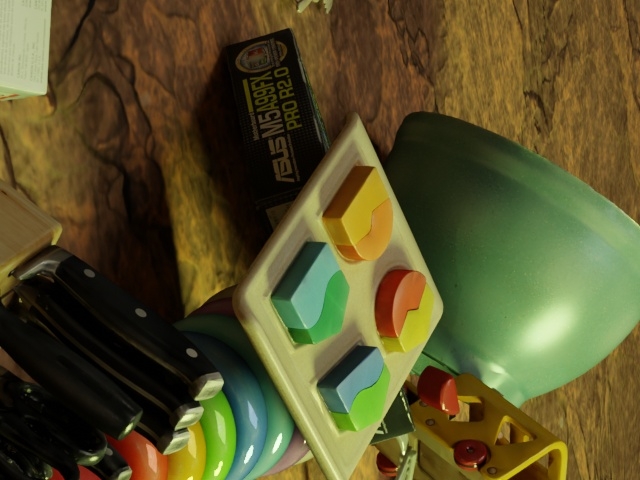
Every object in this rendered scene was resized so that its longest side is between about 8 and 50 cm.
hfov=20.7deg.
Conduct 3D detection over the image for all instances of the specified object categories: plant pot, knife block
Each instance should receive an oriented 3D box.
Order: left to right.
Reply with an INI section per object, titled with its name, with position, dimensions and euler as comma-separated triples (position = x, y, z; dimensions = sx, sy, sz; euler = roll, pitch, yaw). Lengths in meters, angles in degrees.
[knife block]
position = -0.180, 0.004, 0.795
dimensions = 0.088, 0.242, 0.275
euler = -43, 123, -63
[plant pot]
position = 0.151, 0.042, 1.638
dimensions = 0.196, 0.293, 0.293
euler = -57, 149, -9

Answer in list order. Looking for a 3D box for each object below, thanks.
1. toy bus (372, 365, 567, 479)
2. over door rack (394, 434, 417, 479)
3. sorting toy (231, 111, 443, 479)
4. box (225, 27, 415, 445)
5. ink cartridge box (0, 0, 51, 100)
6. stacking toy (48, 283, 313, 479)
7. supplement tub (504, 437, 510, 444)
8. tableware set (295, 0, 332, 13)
[toy bus]
position = 0.120, 0.169, 1.513
dimensions = 0.104, 0.191, 0.202
euler = -28, 91, -29
[over door rack]
position = 0.011, 0.339, 1.467
dimensions = 0.239, 0.108, 0.324
euler = -62, 152, -51
[sorting toy]
position = 0.024, 0.044, 1.222
dimensions = 0.208, 0.038, 0.193
euler = -61, 138, -38
[box]
position = 0.000, 0.000, 1.398
dimensions = 0.216, 0.060, 0.270
euler = -104, 176, -51
[ink cartridge box]
position = -0.229, -0.164, 1.002
dimensions = 0.179, 0.045, 0.145
euler = 9, 81, -49
[stacking toy]
position = -0.107, 0.124, 1.159
dimensions = 0.330, 0.141, 0.141
euler = -21, 108, -62
[supplement tub]
position = 0.130, 0.276, 1.748
dimensions = 0.198, 0.106, 0.106
euler = -57, 140, -54
[tableware set]
position = -0.011, -0.279, 1.544
dimensions = 0.141, 0.020, 0.168
euler = -43, 128, -61
